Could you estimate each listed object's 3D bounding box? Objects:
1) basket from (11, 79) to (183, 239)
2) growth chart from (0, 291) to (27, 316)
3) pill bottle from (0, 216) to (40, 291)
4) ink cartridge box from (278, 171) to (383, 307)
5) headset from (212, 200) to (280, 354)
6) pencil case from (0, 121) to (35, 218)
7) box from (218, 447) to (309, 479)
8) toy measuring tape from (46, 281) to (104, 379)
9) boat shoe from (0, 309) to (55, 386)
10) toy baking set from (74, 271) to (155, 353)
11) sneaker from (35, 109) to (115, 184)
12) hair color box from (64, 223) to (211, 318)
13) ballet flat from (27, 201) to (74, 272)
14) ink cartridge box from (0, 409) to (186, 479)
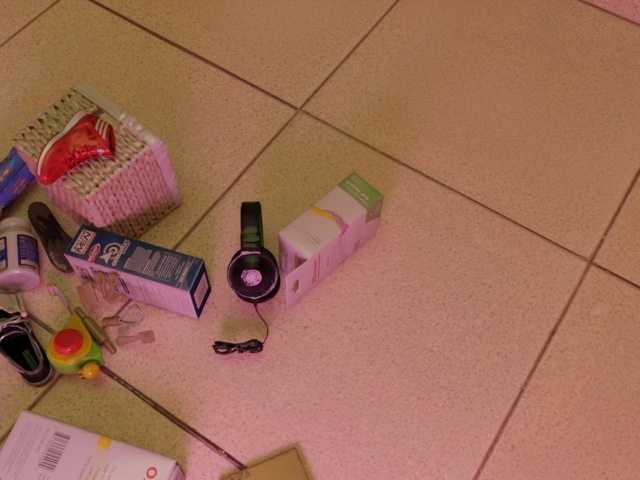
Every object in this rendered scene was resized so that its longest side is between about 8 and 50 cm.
[{"bbox_3d":[-0.600,-0.194,1.905,0.328,0.331,0.266,37,67,18],"label":"basket"},{"bbox_3d":[-0.873,0.149,1.767,0.237,0.021,0.172,7,13,-24],"label":"growth chart"},{"bbox_3d":[-0.826,0.035,1.889,0.112,0.112,0.186,-12,61,-8],"label":"pill bottle"},{"bbox_3d":[0.000,0.000,1.869,0.353,0.207,0.119,-40,69,-22],"label":"ink cartridge box"},{"bbox_3d":[-0.198,0.095,1.805,0.185,0.243,0.394,-4,80,-2],"label":"headset"},{"bbox_3d":[-0.889,-0.199,2.017,0.119,0.133,0.306,39,62,-17],"label":"pencil case"},{"bbox_3d":[-0.119,0.599,1.622,0.201,0.021,0.164,-20,62,-13],"label":"box"},{"bbox_3d":[-0.665,0.240,1.778,0.121,0.121,0.330,-34,57,-19],"label":"toy measuring tape"},{"bbox_3d":[-0.793,0.242,1.771,0.113,0.105,0.306,-33,65,-19],"label":"boat shoe"},{"bbox_3d":[-0.534,0.194,1.771,0.256,0.197,0.030,49,32,10],"label":"toy baking set"},{"bbox_3d":[-0.587,-0.216,1.697,0.128,0.087,0.221,21,70,14],"label":"sneaker"},{"bbox_3d":[-0.474,0.083,1.831,0.347,0.174,0.105,16,60,8],"label":"hair color box"},{"bbox_3d":[-0.753,-0.003,1.952,0.084,0.058,0.250,-23,66,-38],"label":"ballet flat"},{"bbox_3d":[-0.533,0.580,1.544,0.385,0.160,0.279,16,61,8],"label":"ink cartridge box"}]
